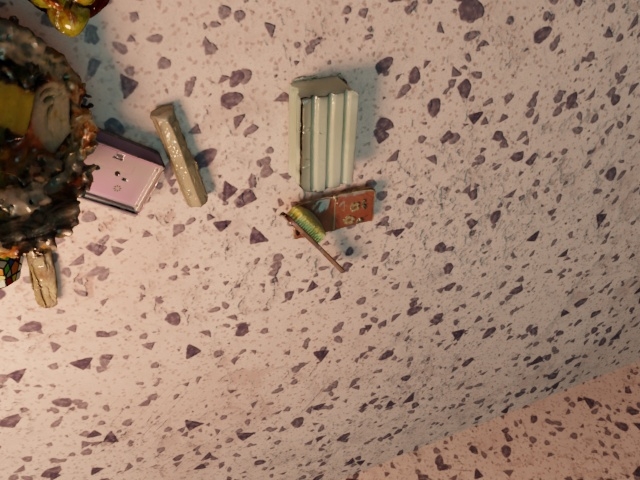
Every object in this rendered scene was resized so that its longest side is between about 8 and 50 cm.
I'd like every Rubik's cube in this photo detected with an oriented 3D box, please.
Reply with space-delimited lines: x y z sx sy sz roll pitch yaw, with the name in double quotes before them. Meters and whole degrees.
"Rubik's cube" -0.708 0.049 1.243 0.133 0.112 0.133 -13 130 -16

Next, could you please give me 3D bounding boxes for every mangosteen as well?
"mangosteen" -0.417 -0.430 0.937 0.166 0.180 0.166 -12 142 -10

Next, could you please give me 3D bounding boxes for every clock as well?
"clock" -0.448 -0.147 1.232 0.193 0.073 0.144 21 116 -36

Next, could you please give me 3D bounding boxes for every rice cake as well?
"rice cake" -0.308 -0.179 1.290 0.057 0.052 0.256 -43 141 -30

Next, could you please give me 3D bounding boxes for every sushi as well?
"sushi" -0.544 -0.173 0.948 0.417 0.176 0.417 -33 130 -51

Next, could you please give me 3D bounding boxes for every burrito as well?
"burrito" -0.645 0.081 1.347 0.058 0.045 0.188 -25 137 -41

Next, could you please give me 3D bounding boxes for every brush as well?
"brush" 0.002 0.000 1.534 0.067 0.072 0.313 -43 137 1

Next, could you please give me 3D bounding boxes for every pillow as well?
"pillow" 0.035 -0.074 1.547 0.232 0.043 0.126 -14 132 -13

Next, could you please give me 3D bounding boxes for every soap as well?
"soap" 0.003 -0.249 1.358 0.150 0.094 0.261 -15 131 -21
